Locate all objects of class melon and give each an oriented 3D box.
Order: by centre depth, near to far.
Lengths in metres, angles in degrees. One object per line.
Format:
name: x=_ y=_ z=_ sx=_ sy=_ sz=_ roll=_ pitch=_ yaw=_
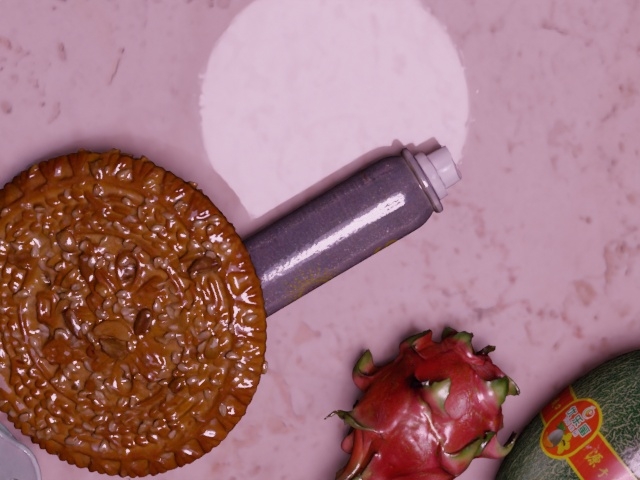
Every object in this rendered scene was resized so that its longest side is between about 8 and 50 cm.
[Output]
melon: x=0.279 y=0.205 z=1.249 sx=0.288 sy=0.182 sz=0.182 roll=-44 pitch=100 yaw=5

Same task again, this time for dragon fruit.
dragon fruit: x=0.072 y=0.175 z=1.251 sx=0.236 sy=0.135 sz=0.137 roll=-31 pitch=106 yaw=-3

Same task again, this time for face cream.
face cream: x=0.000 y=0.000 z=1.249 sx=0.283 sy=0.073 sz=0.073 roll=-31 pitch=101 yaw=3

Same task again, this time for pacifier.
pacifier: x=-0.334 y=0.210 z=1.253 sx=0.127 sy=0.116 sz=0.150 roll=-30 pitch=106 yaw=29

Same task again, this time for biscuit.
biscuit: x=-0.191 y=0.068 z=1.220 sx=0.305 sy=0.038 sz=0.305 roll=4 pitch=102 yaw=17
